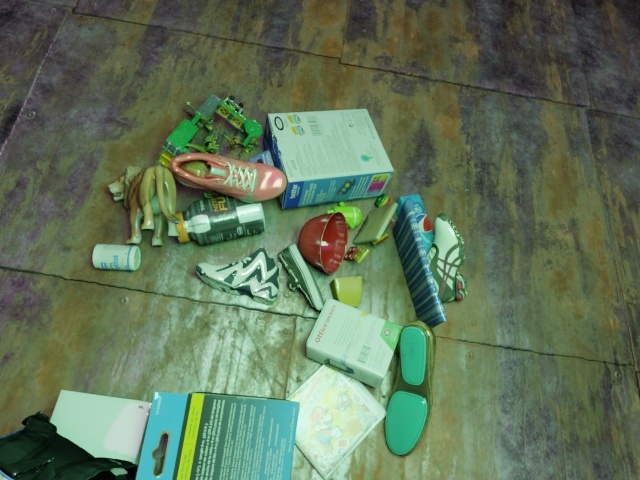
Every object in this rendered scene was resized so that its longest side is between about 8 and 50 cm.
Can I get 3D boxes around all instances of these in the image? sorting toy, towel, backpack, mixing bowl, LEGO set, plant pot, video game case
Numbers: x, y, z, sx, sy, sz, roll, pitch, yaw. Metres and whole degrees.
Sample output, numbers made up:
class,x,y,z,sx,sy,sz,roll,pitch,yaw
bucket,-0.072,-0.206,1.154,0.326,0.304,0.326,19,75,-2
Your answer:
class,x,y,z,sx,sy,sz,roll,pitch,yaw
sorting toy,0.170,-0.032,1.312,0.046,0.132,0.274,39,67,-18
towel,0.271,0.074,1.201,0.040,0.243,0.336,-12,72,-2
backpack,-0.501,0.447,0.759,0.276,0.263,0.213,26,65,3
mixing bowl,0.000,0.000,1.261,0.098,0.181,0.181,10,62,26
LEGO set,-0.350,-0.277,1.348,0.255,0.192,0.331,29,57,-21
plant pot,0.076,0.152,1.239,0.081,0.081,0.083,-3,76,-9
video game case,0.025,0.446,1.123,0.227,0.026,0.206,-39,76,-21

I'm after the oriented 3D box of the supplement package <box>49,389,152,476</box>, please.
class,x,y,z,sx,sy,sz,roll,pitch,yaw
supplement package,-0.495,0.486,0.968,0.204,0.145,0.262,10,64,-4

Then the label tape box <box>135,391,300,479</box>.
class,x,y,z,sx,sy,sz,roll,pitch,yaw
label tape box,-0.227,0.464,0.962,0.333,0.106,0.241,15,71,-24

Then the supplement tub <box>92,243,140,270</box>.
class,x,y,z,sx,sy,sz,roll,pitch,yaw
supplement tub,-0.559,0.046,1.201,0.107,0.071,0.071,3,65,-6

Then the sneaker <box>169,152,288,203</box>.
class,x,y,z,sx,sy,sz,roll,pitch,yaw
sneaker,-0.242,-0.163,1.141,0.313,0.136,0.116,8,93,-5

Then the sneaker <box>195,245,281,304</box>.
class,x,y,z,sx,sy,sz,roll,pitch,yaw
sneaker,-0.217,0.072,1.225,0.235,0.094,0.153,18,63,0

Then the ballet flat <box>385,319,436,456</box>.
class,x,y,z,sx,sy,sz,roll,pitch,yaw
ballet flat,0.245,0.372,1.122,0.116,0.124,0.342,5,91,34

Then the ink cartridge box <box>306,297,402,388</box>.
class,x,y,z,sx,sy,sz,roll,pitch,yaw
ink cartridge box,0.087,0.267,1.150,0.212,0.093,0.154,21,56,12

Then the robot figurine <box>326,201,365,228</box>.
class,x,y,z,sx,sy,sz,roll,pitch,yaw
robot figurine,0.077,-0.073,1.344,0.115,0.067,0.101,-3,35,-9

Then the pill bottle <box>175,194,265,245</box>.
class,x,y,z,sx,sy,sz,roll,pitch,yaw
pill bottle,-0.291,-0.060,1.254,0.245,0.130,0.130,-14,68,-14

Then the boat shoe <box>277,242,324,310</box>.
class,x,y,z,sx,sy,sz,roll,pitch,yaw
boat shoe,-0.056,0.112,1.240,0.070,0.078,0.219,-29,61,1

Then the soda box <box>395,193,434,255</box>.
class,x,y,z,sx,sy,sz,roll,pitch,yaw
soda box,0.299,-0.034,1.355,0.067,0.071,0.210,-10,67,-12

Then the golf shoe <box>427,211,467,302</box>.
class,x,y,z,sx,sy,sz,roll,pitch,yaw
golf shoe,0.344,0.059,1.241,0.120,0.105,0.273,-12,108,-3

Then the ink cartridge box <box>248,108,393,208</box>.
class,x,y,z,sx,sy,sz,roll,pitch,yaw
ink cartridge box,-0.015,-0.256,1.343,0.395,0.151,0.270,-8,61,-19

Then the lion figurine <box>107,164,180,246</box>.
class,x,y,z,sx,sy,sz,roll,pitch,yaw
lion figurine,-0.448,-0.118,1.159,0.142,0.392,0.240,5,79,-40
